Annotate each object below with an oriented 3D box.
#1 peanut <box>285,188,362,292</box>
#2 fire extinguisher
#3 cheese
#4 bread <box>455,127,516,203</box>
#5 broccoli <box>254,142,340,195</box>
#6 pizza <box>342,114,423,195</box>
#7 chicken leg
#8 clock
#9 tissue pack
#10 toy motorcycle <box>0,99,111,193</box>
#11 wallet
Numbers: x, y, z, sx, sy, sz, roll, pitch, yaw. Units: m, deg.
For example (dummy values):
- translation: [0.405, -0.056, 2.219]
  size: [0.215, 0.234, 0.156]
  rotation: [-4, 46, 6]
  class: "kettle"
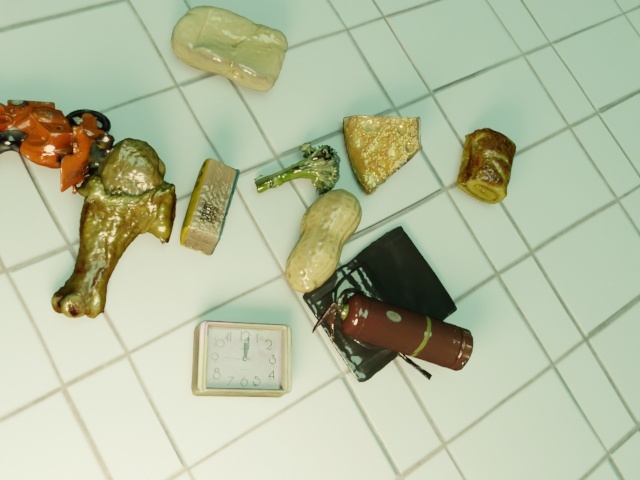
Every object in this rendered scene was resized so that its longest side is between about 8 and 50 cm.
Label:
- translation: [0.000, 0.000, 1.434]
  size: [0.123, 0.123, 0.257]
  rotation: [32, 71, -7]
  class: "peanut"
- translation: [0.151, 0.198, 1.381]
  size: [0.341, 0.105, 0.142]
  rotation: [19, 73, -15]
  class: "fire extinguisher"
- translation: [-0.215, -0.451, 1.528]
  size: [0.262, 0.093, 0.159]
  rotation: [20, 62, -11]
  class: "cheese"
- translation: [0.428, -0.192, 1.665]
  size: [0.132, 0.103, 0.172]
  rotation: [25, 62, -14]
  class: "bread"
- translation: [-0.052, -0.152, 1.485]
  size: [0.204, 0.118, 0.122]
  rotation: [-16, 101, -8]
  class: "broccoli"
- translation: [0.154, -0.210, 1.592]
  size: [0.188, 0.080, 0.204]
  rotation: [-4, 82, 2]
  class: "pizza"
- translation: [-0.394, -0.022, 1.295]
  size: [0.211, 0.140, 0.361]
  rotation: [12, 89, -30]
  class: "chicken leg"
- translation: [-0.157, 0.238, 1.310]
  size: [0.192, 0.071, 0.147]
  rotation: [6, 69, -18]
  class: "clock"
- translation: [-0.235, -0.070, 1.365]
  size: [0.082, 0.120, 0.169]
  rotation: [18, 67, -13]
  class: "tissue pack"
- translation: [-0.577, -0.192, 1.280]
  size: [0.325, 0.148, 0.221]
  rotation: [-2, 50, -23]
  class: "toy motorcycle"
- translation: [0.139, 0.136, 1.477]
  size: [0.323, 0.041, 0.247]
  rotation: [-32, 86, -29]
  class: "wallet"
